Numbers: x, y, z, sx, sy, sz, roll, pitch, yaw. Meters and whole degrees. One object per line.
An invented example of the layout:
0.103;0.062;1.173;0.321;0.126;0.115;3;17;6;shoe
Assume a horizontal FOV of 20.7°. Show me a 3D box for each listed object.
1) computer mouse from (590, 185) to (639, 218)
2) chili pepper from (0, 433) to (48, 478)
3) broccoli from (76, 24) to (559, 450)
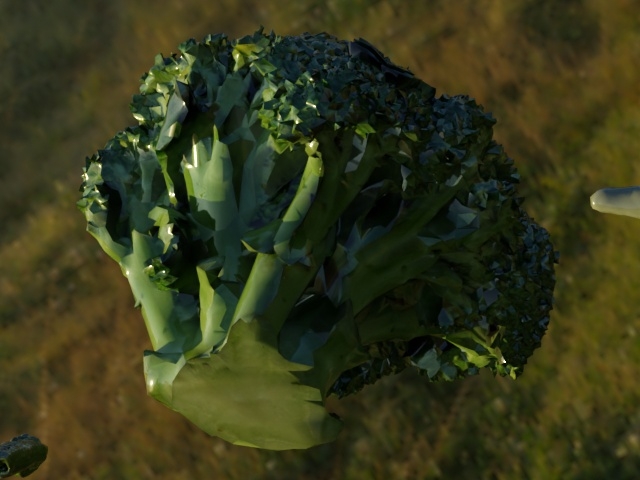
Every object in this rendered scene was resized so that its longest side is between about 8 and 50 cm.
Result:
0.234;-0.043;0.403;0.389;0.200;0.115;-10;15;28;computer mouse
-0.152;0.108;0.886;0.027;0.022;0.083;-32;-3;1;chili pepper
0.000;0.000;0.662;0.195;0.195;0.156;-20;33;26;broccoli
